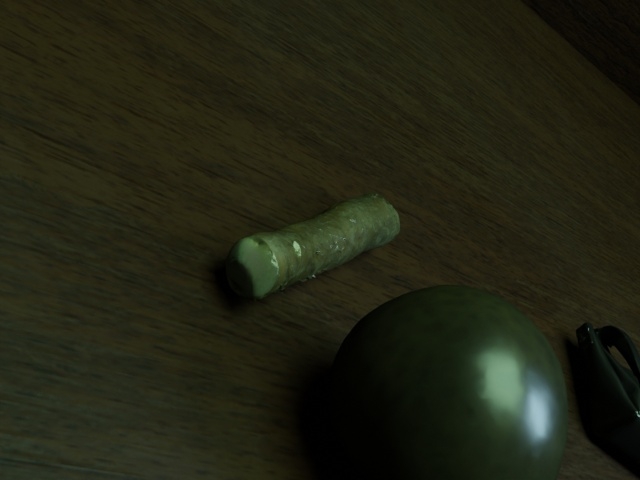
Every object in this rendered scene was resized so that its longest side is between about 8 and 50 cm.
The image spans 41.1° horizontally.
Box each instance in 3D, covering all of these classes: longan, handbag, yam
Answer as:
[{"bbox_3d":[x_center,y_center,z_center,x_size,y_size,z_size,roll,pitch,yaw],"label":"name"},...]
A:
[{"bbox_3d":[0.130,0.172,0.881,0.258,0.258,0.258,35,35,-29],"label":"longan"},{"bbox_3d":[0.562,0.289,1.494,0.285,0.113,0.257,36,27,-27],"label":"handbag"},{"bbox_3d":[0.000,0.000,1.038,0.081,0.081,0.357,57,28,7],"label":"yam"}]
